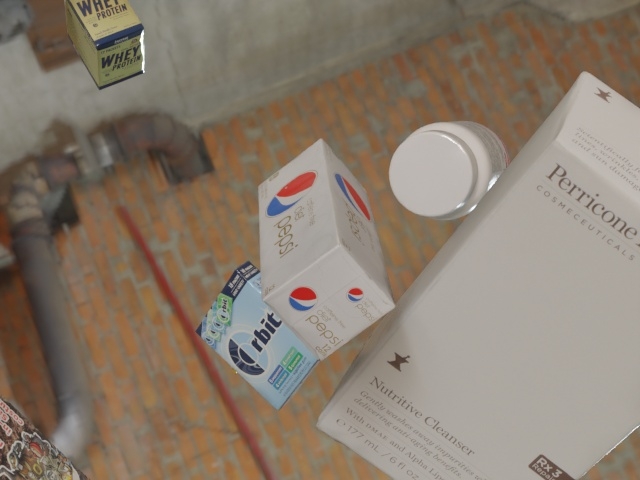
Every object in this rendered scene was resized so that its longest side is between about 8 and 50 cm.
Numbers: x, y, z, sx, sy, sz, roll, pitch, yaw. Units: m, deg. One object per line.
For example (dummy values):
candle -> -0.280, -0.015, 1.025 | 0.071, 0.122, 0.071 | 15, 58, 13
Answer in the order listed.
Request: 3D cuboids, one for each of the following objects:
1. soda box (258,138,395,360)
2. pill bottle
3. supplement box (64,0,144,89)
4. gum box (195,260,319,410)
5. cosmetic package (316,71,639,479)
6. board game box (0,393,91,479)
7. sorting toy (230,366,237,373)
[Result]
soda box -> 0.000, 0.000, 0.908 | 0.069, 0.074, 0.216 | 48, 14, -22
pill bottle -> 0.215, -0.118, 1.918 | 0.160, 0.160, 0.283 | 68, 19, 1
supplement box -> -0.234, -0.226, 1.248 | 0.083, 0.056, 0.083 | 57, -21, 19
gum box -> -0.088, 0.147, 1.775 | 0.184, 0.041, 0.157 | 42, -52, 9
cosmetic package -> 0.191, 0.073, 1.009 | 0.217, 0.156, 0.385 | 35, -52, 2
board game box -> -0.315, 0.262, 0.782 | 0.141, 0.232, 0.291 | 48, 19, -13
sorting toy -> -0.114, 0.184, 1.885 | 0.083, 0.075, 0.045 | -165, -124, -85
